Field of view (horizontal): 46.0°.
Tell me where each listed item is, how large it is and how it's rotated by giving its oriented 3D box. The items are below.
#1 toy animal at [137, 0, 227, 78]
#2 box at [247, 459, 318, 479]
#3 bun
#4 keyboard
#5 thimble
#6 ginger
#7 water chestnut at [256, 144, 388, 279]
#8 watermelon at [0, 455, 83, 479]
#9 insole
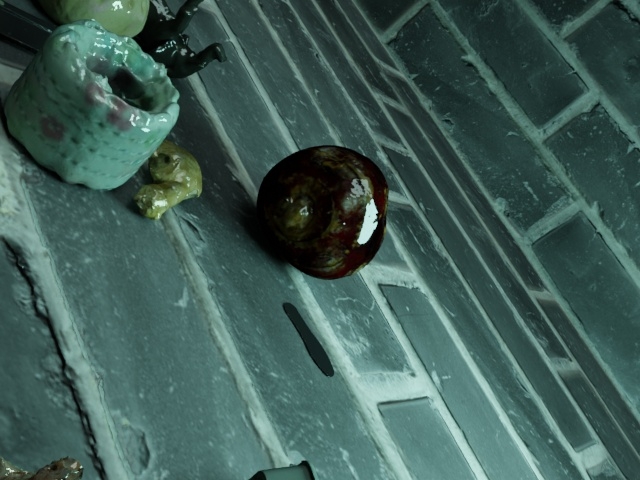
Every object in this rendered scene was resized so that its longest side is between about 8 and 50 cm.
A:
[{"bbox_3d":[-0.268,-0.389,1.337,0.245,0.146,0.114,52,30,7],"label":"toy animal"},{"bbox_3d":[-0.040,0.302,0.809,0.069,0.084,0.122,15,40,-42],"label":"box"},{"bbox_3d":[-0.367,-0.418,1.212,0.178,0.128,0.193,-13,61,-53],"label":"bun"},{"bbox_3d":[-0.414,-0.296,1.098,0.231,0.023,0.072,20,45,-49],"label":"keyboard"},{"bbox_3d":[-0.287,-0.176,0.987,0.185,0.149,0.211,49,24,0],"label":"thimble"},{"bbox_3d":[-0.220,-0.092,1.081,0.165,0.067,0.096,-54,125,-66],"label":"ginger"},{"bbox_3d":[0.015,-0.049,1.254,0.223,0.224,0.238,60,10,22],"label":"water chestnut"},{"bbox_3d":[-0.258,0.207,0.587,0.101,0.080,0.155,40,40,-1],"label":"watermelon"},{"bbox_3d":[-0.017,0.152,1.161,0.135,0.002,0.045,57,23,14],"label":"insole"}]
